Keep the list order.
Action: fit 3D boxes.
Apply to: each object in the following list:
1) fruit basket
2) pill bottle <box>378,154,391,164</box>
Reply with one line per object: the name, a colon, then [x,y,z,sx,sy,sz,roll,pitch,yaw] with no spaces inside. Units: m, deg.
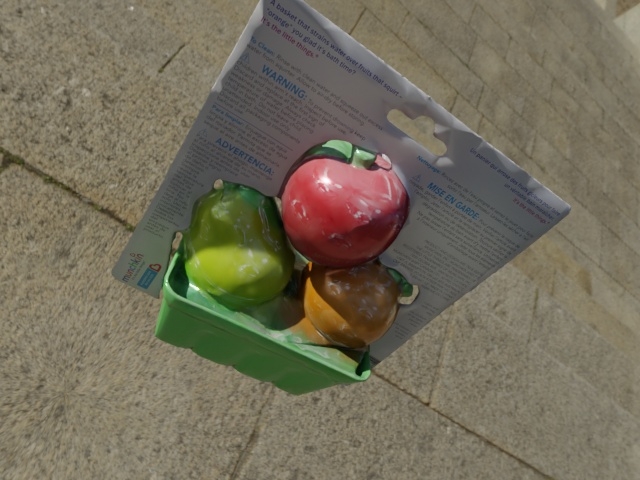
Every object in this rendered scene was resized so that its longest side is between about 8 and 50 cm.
fruit basket: [0.000,0.000,0.455,0.327,0.353,0.165,29,29,-19]
pill bottle: [0.009,-0.115,0.512,0.152,0.086,0.086,32,60,-27]
